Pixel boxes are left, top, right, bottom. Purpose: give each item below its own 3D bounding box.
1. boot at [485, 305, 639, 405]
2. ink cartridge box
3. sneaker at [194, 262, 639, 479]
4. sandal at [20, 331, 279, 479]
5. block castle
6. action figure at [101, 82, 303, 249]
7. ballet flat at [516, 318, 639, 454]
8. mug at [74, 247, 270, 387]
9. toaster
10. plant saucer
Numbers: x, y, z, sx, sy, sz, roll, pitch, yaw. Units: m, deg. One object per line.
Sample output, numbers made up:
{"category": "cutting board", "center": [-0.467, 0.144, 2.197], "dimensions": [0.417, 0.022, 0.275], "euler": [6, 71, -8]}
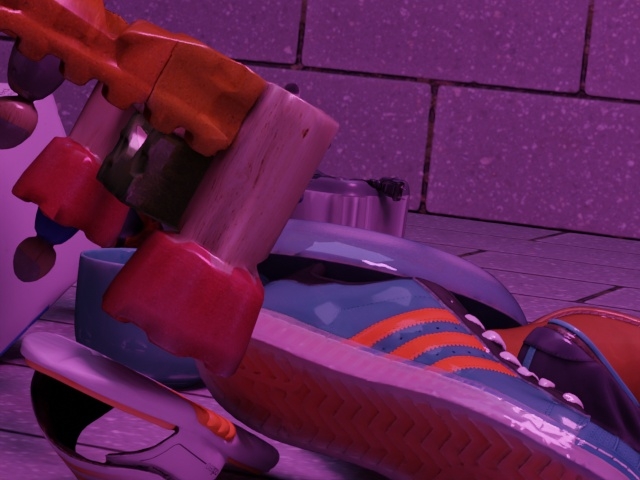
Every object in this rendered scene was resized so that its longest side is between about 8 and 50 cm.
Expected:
{"category": "boot", "center": [0.147, 0.109, 1.360], "dimensions": [0.283, 0.109, 0.220], "euler": [12, 11, -6]}
{"category": "ink cartridge box", "center": [-0.334, -0.024, 1.616], "dimensions": [0.232, 0.168, 0.171], "euler": [8, 39, 30]}
{"category": "sneaker", "center": [0.076, 0.085, 1.177], "dimensions": [0.302, 0.108, 0.121], "euler": [22, 46, 29]}
{"category": "sandal", "center": [-0.099, 0.126, 1.180], "dimensions": [0.102, 0.076, 0.265], "euler": [25, -7, 27]}
{"category": "block castle", "center": [-0.204, -0.070, 1.229], "dimensions": [0.303, 0.213, 0.453], "euler": [29, 2, -20]}
{"category": "action figure", "center": [-0.155, -0.058, 1.795], "dimensions": [0.330, 0.178, 0.341], "euler": [-22, -20, -2]}
{"category": "ballet flat", "center": [0.188, 0.130, 1.256], "dimensions": [0.203, 0.074, 0.074], "euler": [41, -13, -29]}
{"category": "mug", "center": [-0.116, 0.064, 1.577], "dimensions": [0.157, 0.097, 0.129], "euler": [6, 5, -4]}
{"category": "toaster", "center": [0.000, 0.000, 2.050], "dimensions": [0.227, 0.146, 0.129], "euler": [9, 8, 37]}
{"category": "plant saucer", "center": [0.028, 0.037, 1.721], "dimensions": [0.317, 0.044, 0.317], "euler": [11, -12, 2]}
